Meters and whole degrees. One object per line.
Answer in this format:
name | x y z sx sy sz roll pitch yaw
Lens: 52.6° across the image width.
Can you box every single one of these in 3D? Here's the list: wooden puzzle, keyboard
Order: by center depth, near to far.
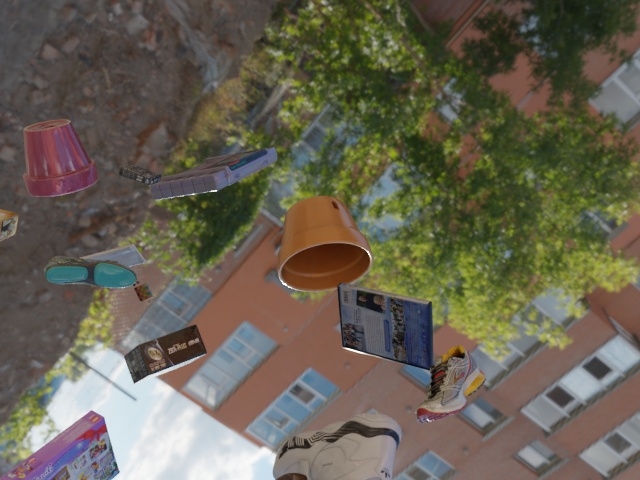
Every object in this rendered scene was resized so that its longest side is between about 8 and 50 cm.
keyboard | -0.647 0.063 1.990 0.256 0.072 0.014 -13 -143 30
wooden puzzle | -0.566 0.165 2.072 0.049 0.083 0.006 -22 -175 15

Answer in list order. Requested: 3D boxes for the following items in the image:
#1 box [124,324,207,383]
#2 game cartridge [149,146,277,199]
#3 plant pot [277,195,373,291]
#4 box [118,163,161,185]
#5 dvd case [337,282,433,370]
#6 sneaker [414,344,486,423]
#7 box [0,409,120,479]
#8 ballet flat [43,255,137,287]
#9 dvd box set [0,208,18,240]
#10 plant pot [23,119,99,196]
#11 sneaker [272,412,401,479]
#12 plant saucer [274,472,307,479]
box | -0.378 0.277 1.570 0.147 0.078 0.180 -18 171 -31
game cartridge | -0.296 -0.203 1.876 0.230 0.068 0.355 -10 -165 27
plant pot | 0.000 0.000 1.990 0.291 0.291 0.203 -41 -132 39
box | -0.444 -0.162 1.595 0.067 0.083 0.018 -69 178 -74
dvd case | 0.156 0.208 1.578 0.253 0.180 0.022 9 -154 33
sneaker | 0.233 0.274 1.235 0.088 0.093 0.225 -29 178 35
box | -0.642 0.588 1.595 0.057 0.201 0.293 16 -147 30
ballet flat | -0.492 0.061 1.391 0.070 0.188 0.070 -32 -126 59
dvd box set | -0.909 -0.031 1.417 0.420 0.307 0.062 -93 -163 -77
plant pot | -0.754 -0.241 1.843 0.201 0.180 0.201 -6 -156 3
sneaker | 0.018 0.528 1.423 0.366 0.137 0.210 -32 -151 31
plant saucer | -0.098 0.556 1.377 0.168 0.029 0.168 -41 -175 4
